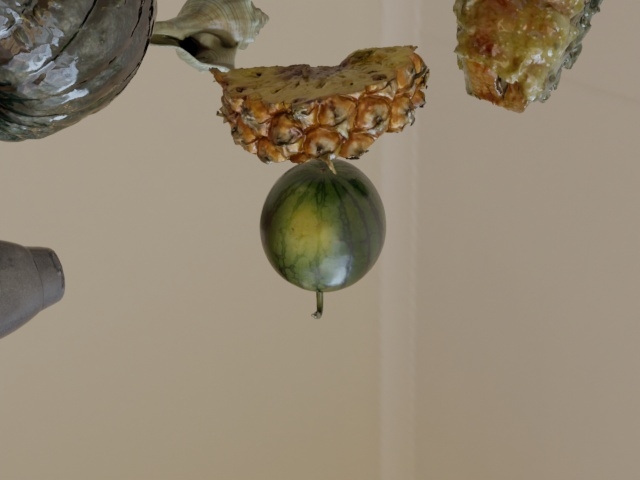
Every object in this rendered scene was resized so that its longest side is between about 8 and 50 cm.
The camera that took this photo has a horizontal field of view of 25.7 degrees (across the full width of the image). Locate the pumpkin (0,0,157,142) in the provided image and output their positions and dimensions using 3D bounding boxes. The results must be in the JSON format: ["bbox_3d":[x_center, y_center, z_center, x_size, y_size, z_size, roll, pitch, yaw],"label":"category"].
[{"bbox_3d":[-0.214,-0.161,0.892,0.220,0.220,0.162,-33,-137,57],"label":"pumpkin"}]

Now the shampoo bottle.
[{"bbox_3d":[-0.293,0.045,0.985,0.049,0.233,0.087,-40,-111,50],"label":"shampoo bottle"}]

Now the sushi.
[{"bbox_3d":[0.238,-0.278,1.545,0.139,0.184,0.274,24,-87,13],"label":"sushi"}]

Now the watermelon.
[{"bbox_3d":[0.000,0.000,1.550,0.141,0.140,0.187,43,-42,40],"label":"watermelon"}]

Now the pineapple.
[{"bbox_3d":[-0.003,-0.130,1.393,0.135,0.233,0.079,-87,164,-50],"label":"pineapple"}]

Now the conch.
[{"bbox_3d":[-0.163,-0.296,2.052,0.137,0.234,0.114,55,-30,-9],"label":"conch"}]
